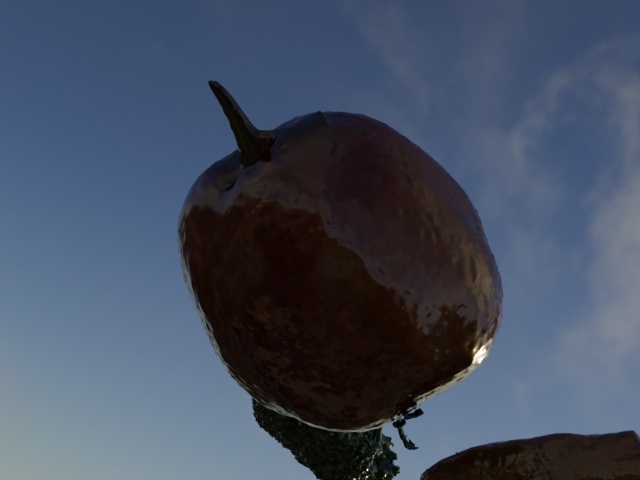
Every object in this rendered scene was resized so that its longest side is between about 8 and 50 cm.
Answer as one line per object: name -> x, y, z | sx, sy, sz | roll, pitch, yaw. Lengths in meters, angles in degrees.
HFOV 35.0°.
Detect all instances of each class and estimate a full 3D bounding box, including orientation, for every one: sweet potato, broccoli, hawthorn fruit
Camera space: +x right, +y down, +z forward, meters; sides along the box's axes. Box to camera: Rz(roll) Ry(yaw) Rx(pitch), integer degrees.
sweet potato -> 0.221, 0.226, 0.973 | 0.251, 0.097, 0.097 | -2, -30, 11
broccoli -> 0.047, 0.174, 1.304 | 0.297, 0.298, 0.297 | -22, -42, 13
hawthorn fruit -> 0.000, 0.000, 0.939 | 0.284, 0.285, 0.369 | -1, -46, 52
